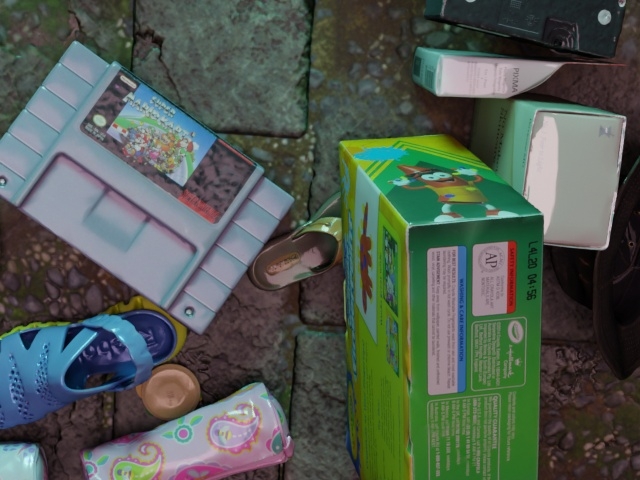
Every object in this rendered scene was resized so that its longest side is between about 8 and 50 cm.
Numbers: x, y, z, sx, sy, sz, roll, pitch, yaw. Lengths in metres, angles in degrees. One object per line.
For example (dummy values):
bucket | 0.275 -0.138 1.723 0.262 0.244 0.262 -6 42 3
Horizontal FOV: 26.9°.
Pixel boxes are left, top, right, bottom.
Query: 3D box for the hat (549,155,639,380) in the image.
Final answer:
hat | 0.379 0.013 1.760 0.134 0.331 0.331 13 101 33

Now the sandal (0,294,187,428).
sandal | -0.331 0.164 1.750 0.317 0.138 0.126 -23 103 2

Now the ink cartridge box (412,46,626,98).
ink cartridge box | 0.245 -0.209 1.698 0.232 0.189 0.066 7 100 -6

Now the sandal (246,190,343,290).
sandal | 0.000 0.000 1.782 0.219 0.060 0.090 -27 101 1

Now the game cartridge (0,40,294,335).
game cartridge | -0.234 -0.069 1.732 0.355 0.068 0.230 35 87 -9

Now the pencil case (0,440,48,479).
pencil case | -0.497 0.331 1.778 0.273 0.113 0.124 -3 109 -4

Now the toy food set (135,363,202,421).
toy food set | -0.204 0.208 1.824 0.083 0.020 0.083 -26 101 0

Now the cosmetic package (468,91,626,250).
cosmetic package | 0.268 -0.097 1.658 0.113 0.309 0.160 5 99 -6

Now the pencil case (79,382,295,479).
pencil case | -0.179 0.289 1.788 0.284 0.124 0.124 -21 101 -3

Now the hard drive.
hard drive | 0.265 -0.401 1.564 0.236 0.064 0.339 9 95 -19

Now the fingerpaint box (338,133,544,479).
fingerpaint box | 0.138 0.129 1.625 0.163 0.371 0.445 -5 108 -10

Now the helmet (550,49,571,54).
helmet | 0.277 -0.326 1.695 0.169 0.169 0.161 -43 116 4
